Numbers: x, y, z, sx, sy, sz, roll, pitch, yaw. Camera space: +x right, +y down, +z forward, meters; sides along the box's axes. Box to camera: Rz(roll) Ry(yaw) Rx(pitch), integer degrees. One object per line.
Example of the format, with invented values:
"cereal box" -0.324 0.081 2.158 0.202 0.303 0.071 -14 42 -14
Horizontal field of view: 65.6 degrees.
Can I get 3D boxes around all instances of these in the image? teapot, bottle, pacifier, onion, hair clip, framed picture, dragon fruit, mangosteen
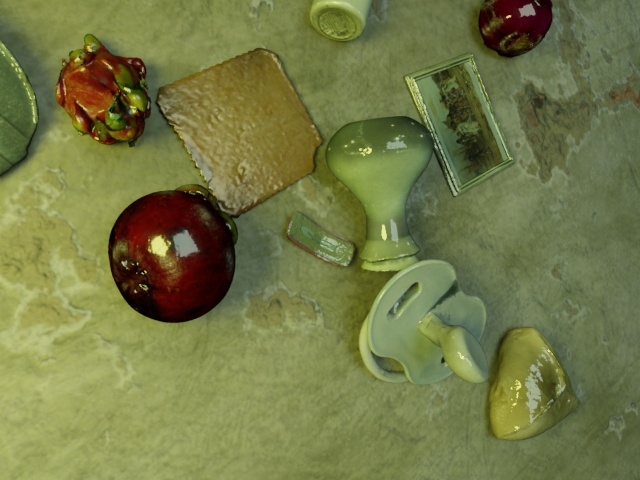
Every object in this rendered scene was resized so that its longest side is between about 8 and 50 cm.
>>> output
"teapot" 0.106 -0.079 0.849 0.183 0.183 0.251 -11 101 -29
"bottle" 0.057 -0.496 0.906 0.104 0.104 0.245 20 75 -25
"pacifier" 0.199 0.173 0.827 0.227 0.207 0.279 -50 124 -4
"onion" 0.432 -0.520 1.096 0.173 0.135 0.198 -6 84 -32
"hair clip" -0.001 0.000 0.853 0.137 0.022 0.054 29 70 -25
"framed picture" 0.305 -0.252 1.058 0.217 0.017 0.274 -30 98 -28
"dragon fruit" -0.284 -0.198 0.686 0.138 0.175 0.142 -42 134 -16
"mangosteen" -0.187 0.012 0.677 0.199 0.200 0.200 4 81 -28

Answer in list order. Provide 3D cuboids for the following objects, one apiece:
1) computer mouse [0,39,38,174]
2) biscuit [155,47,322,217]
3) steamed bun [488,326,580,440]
"computer mouse" -0.510 -0.215 0.552 0.374 0.114 0.203 34 68 -22
"biscuit" -0.117 -0.185 0.820 0.236 0.013 0.232 -34 99 -27
"steamed bun" 0.439 0.287 1.008 0.231 0.110 0.213 -13 89 -32
